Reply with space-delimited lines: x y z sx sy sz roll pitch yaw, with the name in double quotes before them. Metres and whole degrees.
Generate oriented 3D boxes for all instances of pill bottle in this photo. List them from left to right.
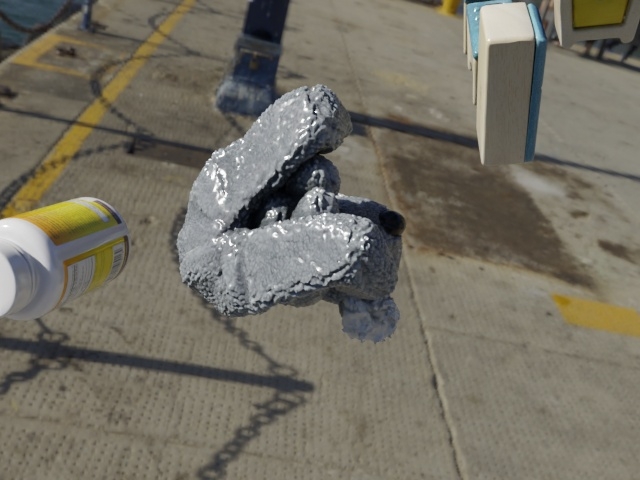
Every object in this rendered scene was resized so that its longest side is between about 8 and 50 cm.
"pill bottle" -0.323 0.022 0.900 0.117 0.117 0.215 20 17 11

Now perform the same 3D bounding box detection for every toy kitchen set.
"toy kitchen set" 0.212 -0.181 0.654 0.166 0.122 0.207 -3 47 7

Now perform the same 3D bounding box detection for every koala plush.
"koala plush" 0.000 0.000 0.738 0.221 0.203 0.196 20 49 -54
